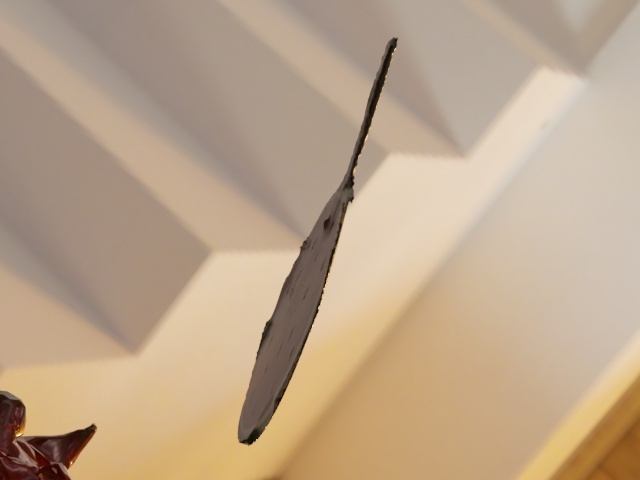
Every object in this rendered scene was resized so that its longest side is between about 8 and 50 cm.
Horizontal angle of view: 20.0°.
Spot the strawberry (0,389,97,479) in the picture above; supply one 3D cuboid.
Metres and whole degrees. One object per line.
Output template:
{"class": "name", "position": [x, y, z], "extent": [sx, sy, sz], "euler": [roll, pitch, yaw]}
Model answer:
{"class": "strawberry", "position": [-0.183, 0.227, 0.662], "extent": [0.292, 0.292, 0.343], "euler": [14, -125, -56]}

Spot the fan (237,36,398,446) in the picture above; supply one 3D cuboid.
{"class": "fan", "position": [0.000, 0.000, 0.555], "extent": [0.005, 0.133, 0.085], "euler": [21, 178, -8]}
